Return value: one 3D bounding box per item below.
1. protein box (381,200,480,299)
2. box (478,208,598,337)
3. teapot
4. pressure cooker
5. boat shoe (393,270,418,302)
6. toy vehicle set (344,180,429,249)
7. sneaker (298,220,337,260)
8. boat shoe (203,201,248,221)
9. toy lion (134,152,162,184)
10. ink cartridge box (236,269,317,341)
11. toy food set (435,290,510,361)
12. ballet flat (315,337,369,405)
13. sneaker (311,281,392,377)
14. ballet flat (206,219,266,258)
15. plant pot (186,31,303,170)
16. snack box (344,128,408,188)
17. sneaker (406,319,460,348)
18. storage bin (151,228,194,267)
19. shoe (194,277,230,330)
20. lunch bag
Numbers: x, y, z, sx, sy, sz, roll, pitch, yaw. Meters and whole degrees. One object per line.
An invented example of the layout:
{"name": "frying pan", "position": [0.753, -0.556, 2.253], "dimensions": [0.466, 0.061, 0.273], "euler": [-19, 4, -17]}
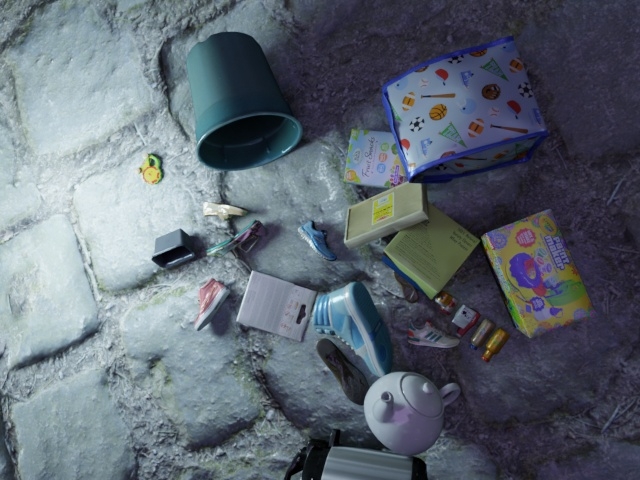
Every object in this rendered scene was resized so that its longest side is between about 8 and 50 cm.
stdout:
{"name": "protein box", "position": [0.324, 0.031, 1.513], "dimensions": [0.200, 0.136, 0.201], "euler": [39, 81, 12]}
{"name": "box", "position": [0.583, 0.089, 1.400], "dimensions": [0.177, 0.279, 0.289], "euler": [-22, 82, 10]}
{"name": "teapot", "position": [0.266, 0.471, 1.454], "dimensions": [0.253, 0.256, 0.187], "euler": [35, 120, 0]}
{"name": "pressure cooker", "position": [0.083, 0.780, 1.432], "dimensions": [0.421, 0.370, 0.375], "euler": [5, 120, 14]}
{"name": "boat shoe", "position": [0.271, 0.124, 1.594], "dimensions": [0.056, 0.048, 0.153], "euler": [-26, 75, 15]}
{"name": "toy vehicle set", "position": [0.196, -0.084, 1.530], "dimensions": [0.267, 0.035, 0.166], "euler": [-23, 37, 29]}
{"name": "sneaker", "position": [0.000, 0.000, 1.648], "dimensions": [0.073, 0.063, 0.162], "euler": [-43, 79, 4]}
{"name": "boat shoe", "position": [-0.327, -0.094, 1.731], "dimensions": [0.170, 0.063, 0.059], "euler": [9, 92, 22]}
{"name": "toy lion", "position": [-0.610, -0.253, 1.819], "dimensions": [0.096, 0.034, 0.100], "euler": [28, 93, 6]}
{"name": "ink cartridge box", "position": [-0.146, 0.216, 1.686], "dimensions": [0.225, 0.056, 0.180], "euler": [18, 91, -5]}
{"name": "toy food set", "position": [0.429, 0.252, 1.509], "dimensions": [0.232, 0.111, 0.104], "euler": [33, 95, 4]}
{"name": "ballet flat", "position": [0.070, 0.416, 1.618], "dimensions": [0.084, 0.058, 0.250], "euler": [-39, 85, -14]}
{"name": "sneaker", "position": [0.091, 0.293, 1.594], "dimensions": [0.208, 0.127, 0.318], "euler": [-18, 98, 31]}
{"name": "ballet flat", "position": [-0.280, 0.014, 1.711], "dimensions": [0.222, 0.077, 0.079], "euler": [-31, 100, 9]}
{"name": "plant pot", "position": [-0.267, -0.449, 1.614], "dimensions": [0.341, 0.341, 0.334], "euler": [-21, 75, 11]}
{"name": "snack box", "position": [0.191, -0.256, 1.616], "dimensions": [0.207, 0.070, 0.174], "euler": [8, 89, 15]}
{"name": "sneaker", "position": [0.348, 0.286, 1.555], "dimensions": [0.161, 0.057, 0.075], "euler": [2, 93, 16]}
{"name": "storage bin", "position": [-0.508, 0.025, 1.754], "dimensions": [0.135, 0.098, 0.091], "euler": [-21, 55, 11]}
{"name": "shoe", "position": [-0.391, 0.216, 1.726], "dimensions": [0.081, 0.063, 0.178], "euler": [35, 89, 14]}
{"name": "lunch bag", "position": [0.398, -0.357, 1.477], "dimensions": [0.386, 0.239, 0.327], "euler": [-15, 74, 3]}
